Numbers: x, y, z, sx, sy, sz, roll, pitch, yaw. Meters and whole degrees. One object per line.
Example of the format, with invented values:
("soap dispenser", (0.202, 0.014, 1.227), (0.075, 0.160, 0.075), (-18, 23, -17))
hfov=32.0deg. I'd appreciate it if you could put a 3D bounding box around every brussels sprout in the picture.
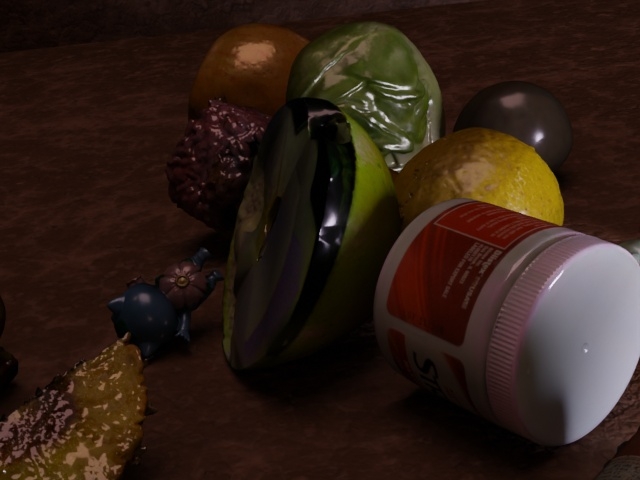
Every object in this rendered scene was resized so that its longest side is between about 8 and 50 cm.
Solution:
("brussels sprout", (0.077, -0.242, 2.067), (0.328, 0.328, 0.247), (-9, 23, -6))

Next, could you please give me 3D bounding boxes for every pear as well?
("pear", (0.001, 0.003, 1.567), (0.165, 0.398, 0.399), (14, 17, -21))

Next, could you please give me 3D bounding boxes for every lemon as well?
("lemon", (0.218, -0.026, 1.632), (0.253, 0.253, 0.310), (19, 58, 44))

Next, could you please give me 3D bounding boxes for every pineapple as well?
("pineapple", (-0.309, 0.274, 1.282), (0.161, 0.158, 0.334), (43, 46, 9))

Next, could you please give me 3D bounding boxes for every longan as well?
("longan", (0.349, -0.195, 2.043), (0.220, 0.196, 0.196), (-3, 24, 15))

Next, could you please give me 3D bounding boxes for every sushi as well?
("sushi", (-0.125, -0.107, 1.935), (0.171, 0.236, 0.270), (26, 7, 33))

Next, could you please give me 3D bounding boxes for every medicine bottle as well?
("medicine bottle", (0.228, 0.092, 1.363), (0.253, 0.252, 0.241), (-24, 29, -33))

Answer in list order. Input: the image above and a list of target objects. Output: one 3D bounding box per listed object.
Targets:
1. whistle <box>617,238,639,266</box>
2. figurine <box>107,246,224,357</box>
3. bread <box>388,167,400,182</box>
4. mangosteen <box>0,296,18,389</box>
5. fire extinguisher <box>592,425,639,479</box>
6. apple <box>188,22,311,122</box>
("whistle", (0.411, 0.059, 1.573), (0.253, 0.101, 0.106), (-18, 30, -29))
("figurine", (-0.229, 0.089, 1.653), (0.178, 0.114, 0.144), (-39, 15, -15))
("bread", (0.030, -0.038, 1.838), (0.270, 0.142, 0.195), (-15, 26, -21))
("mangosteen", (-0.606, 0.100, 1.450), (0.435, 0.382, 0.382), (-3, 18, -36))
("fire extinguisher", (0.286, 0.296, 1.116), (0.376, 0.113, 0.200), (-30, -9, -44))
("apple", (-0.109, -0.284, 2.259), (0.275, 0.299, 0.299), (27, 30, 4))
